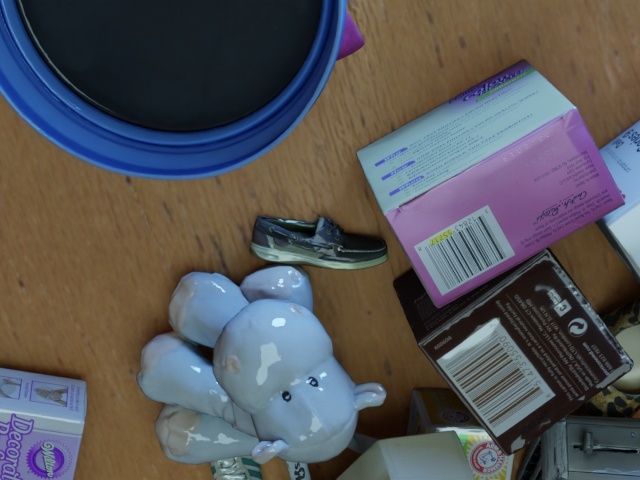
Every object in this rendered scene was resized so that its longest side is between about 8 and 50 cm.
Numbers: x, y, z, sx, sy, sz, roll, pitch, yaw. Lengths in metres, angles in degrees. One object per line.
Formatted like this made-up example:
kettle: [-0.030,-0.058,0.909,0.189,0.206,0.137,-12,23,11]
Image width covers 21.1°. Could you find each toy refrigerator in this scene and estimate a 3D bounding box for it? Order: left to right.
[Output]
toy refrigerator: [0.056,0.301,1.868,0.102,0.094,0.269,-4,151,-30]

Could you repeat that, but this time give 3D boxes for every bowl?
bowl: [-0.162,-0.253,1.713,0.391,0.077,0.391,4,114,10]

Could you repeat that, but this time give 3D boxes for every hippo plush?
hippo plush: [-0.063,0.171,1.794,0.234,0.236,0.294,-28,97,-5]

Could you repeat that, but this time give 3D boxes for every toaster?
toaster: [0.305,0.286,1.935,0.146,0.129,0.227,9,142,-4]

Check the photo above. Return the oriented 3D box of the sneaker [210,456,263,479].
sneaker: [-0.091,0.272,1.937,0.057,0.075,0.161,-15,109,0]

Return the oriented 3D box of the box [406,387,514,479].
box: [0.149,0.282,1.943,0.103,0.114,0.203,4,106,-7]

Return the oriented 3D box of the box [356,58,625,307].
box: [0.167,-0.064,1.766,0.213,0.243,0.117,-29,108,4]

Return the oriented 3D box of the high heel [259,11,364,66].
high heel: [-0.022,-0.300,1.767,0.117,0.082,0.244,-12,102,-17]

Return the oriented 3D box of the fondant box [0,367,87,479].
fondant box: [-0.437,0.252,1.876,0.330,0.096,0.238,9,111,-11]

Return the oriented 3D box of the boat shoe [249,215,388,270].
boat shoe: [0.000,0.000,1.869,0.152,0.056,0.049,2,112,-6]

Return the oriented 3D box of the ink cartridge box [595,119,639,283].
ink cartridge box: [0.420,-0.083,1.800,0.289,0.211,0.121,-37,105,6]

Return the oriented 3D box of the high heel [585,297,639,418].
high heel: [0.360,0.130,1.875,0.093,0.186,0.261,15,106,-11]

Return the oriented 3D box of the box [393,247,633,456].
box: [0.201,0.089,1.839,0.167,0.203,0.168,-37,107,6]
